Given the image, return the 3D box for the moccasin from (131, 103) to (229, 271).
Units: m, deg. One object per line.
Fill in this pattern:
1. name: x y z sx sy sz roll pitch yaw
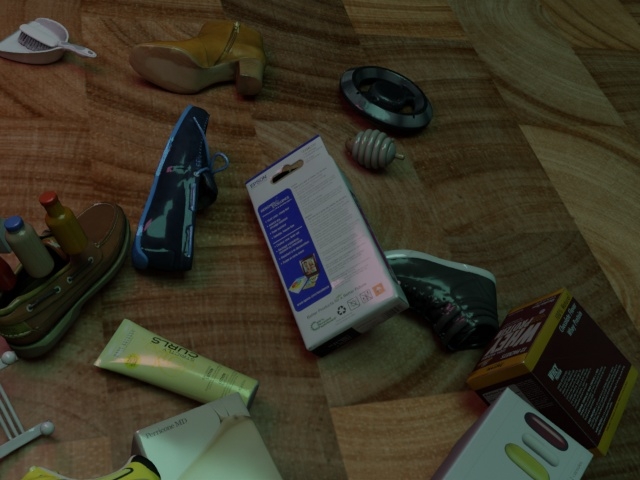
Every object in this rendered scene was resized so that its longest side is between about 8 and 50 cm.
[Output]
1. moccasin: -0.241 -0.087 1.266 0.117 0.138 0.342 16 62 -10

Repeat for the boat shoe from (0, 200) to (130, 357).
1. boat shoe: -0.393 0.031 1.097 0.111 0.104 0.307 2 45 16

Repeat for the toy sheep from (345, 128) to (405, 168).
1. toy sheep: 0.114 -0.191 1.475 0.132 0.091 0.091 12 46 17

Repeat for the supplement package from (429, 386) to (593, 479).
1. supplement package: 0.212 0.370 0.959 0.145 0.204 0.262 38 51 15

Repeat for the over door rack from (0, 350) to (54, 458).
1. over door rack: -0.526 0.217 0.863 0.324 0.108 0.239 -28 89 -34

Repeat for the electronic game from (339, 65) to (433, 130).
1. electronic game: 0.152 -0.329 1.625 0.229 0.048 0.229 14 43 -13

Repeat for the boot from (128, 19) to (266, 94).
1. boot: -0.263 -0.416 1.544 0.295 0.104 0.211 8 44 -18

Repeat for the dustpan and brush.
1. dustpan and brush: -0.554 -0.404 1.455 0.211 0.060 0.147 27 49 5

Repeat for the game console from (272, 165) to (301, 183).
1. game console: -0.029 -0.080 1.386 0.107 0.071 0.122 -16 52 8

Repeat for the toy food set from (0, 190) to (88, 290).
1. toy food set: -0.465 -0.004 0.998 0.232 0.104 0.111 1 47 11

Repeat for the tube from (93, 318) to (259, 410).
1. tube: -0.214 0.197 1.069 0.240 0.062 0.070 21 8 7

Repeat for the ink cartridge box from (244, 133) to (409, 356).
1. ink cartridge box: 0.000 0.000 1.230 0.176 0.069 0.371 -32 59 13

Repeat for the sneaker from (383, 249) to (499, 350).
1. sneaker: 0.189 0.109 1.234 0.296 0.104 0.147 9 44 -16

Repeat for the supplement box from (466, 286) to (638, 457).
1. supplement box: 0.379 0.221 1.147 0.194 0.129 0.191 48 51 -4

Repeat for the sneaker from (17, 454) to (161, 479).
1. sneaker: -0.360 0.355 0.823 0.385 0.145 0.147 -6 44 -6

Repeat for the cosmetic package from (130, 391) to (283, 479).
1. cosmetic package: -0.116 0.374 0.915 0.160 0.113 0.309 -18 60 -29
